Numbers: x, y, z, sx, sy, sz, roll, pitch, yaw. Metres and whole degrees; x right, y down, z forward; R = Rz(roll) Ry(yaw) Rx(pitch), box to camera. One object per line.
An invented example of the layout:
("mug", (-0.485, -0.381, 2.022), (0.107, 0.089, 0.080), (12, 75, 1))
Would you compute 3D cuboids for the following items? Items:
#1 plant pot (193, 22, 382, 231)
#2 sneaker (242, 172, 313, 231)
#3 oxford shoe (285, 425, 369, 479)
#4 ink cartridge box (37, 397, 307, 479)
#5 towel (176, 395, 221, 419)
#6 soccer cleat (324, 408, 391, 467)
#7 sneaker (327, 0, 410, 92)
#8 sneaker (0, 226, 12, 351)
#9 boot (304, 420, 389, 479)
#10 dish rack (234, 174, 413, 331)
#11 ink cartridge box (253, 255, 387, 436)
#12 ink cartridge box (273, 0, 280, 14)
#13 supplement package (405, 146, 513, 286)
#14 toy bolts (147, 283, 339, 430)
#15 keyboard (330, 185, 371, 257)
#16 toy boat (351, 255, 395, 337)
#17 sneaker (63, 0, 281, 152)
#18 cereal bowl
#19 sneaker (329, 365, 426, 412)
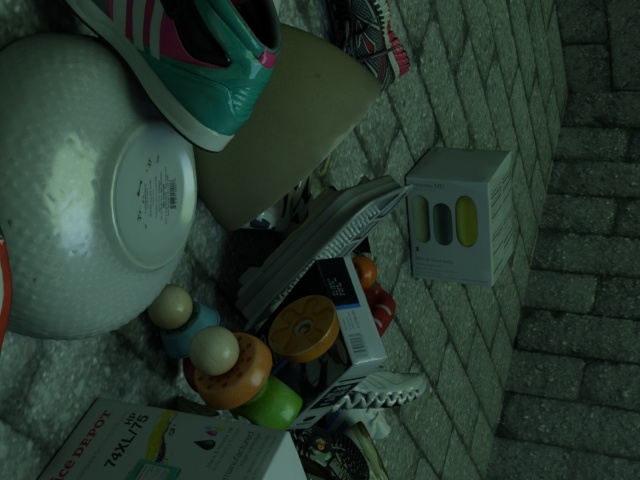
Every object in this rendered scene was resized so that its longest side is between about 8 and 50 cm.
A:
("plant pot", (-0.088, -0.177, 1.217), (0.191, 0.284, 0.284), (45, 44, -13))
("sneaker", (-0.071, -0.096, 1.428), (0.235, 0.094, 0.153), (-13, 105, -64))
("oxford shoe", (-0.008, 0.364, 1.598), (0.227, 0.096, 0.083), (38, 52, -26))
("ink cartridge box", (-0.171, 0.335, 1.086), (0.198, 0.270, 0.197), (-59, 144, -44))
("towel", (-0.168, 0.272, 1.261), (0.027, 0.148, 0.110), (0, 90, -28))
("soccer cleat", (0.063, 0.297, 1.750), (0.116, 0.143, 0.331), (-46, 136, -54))
("sneaker", (0.065, -0.371, 1.652), (0.112, 0.121, 0.299), (-44, 135, -10))
("sneaker", (-0.359, 0.090, 0.831), (0.145, 0.090, 0.270), (-17, 114, -67))
("boot", (0.041, 0.445, 1.697), (0.077, 0.165, 0.213), (-123, -170, -66))
("dish rack", (0.000, 0.000, 1.463), (0.285, 0.072, 0.333), (-45, 174, 19))
("ink cartridge box", (-0.021, 0.172, 1.399), (0.065, 0.332, 0.165), (-7, 63, -28))
("ink cartridge box", (-0.105, -0.365, 1.322), (0.115, 0.067, 0.198), (21, 77, -66))
("supplement package", (0.330, -0.060, 2.192), (0.198, 0.199, 0.262), (-47, 136, -53))
("toy bolts", (-0.115, 0.112, 1.212), (0.218, 0.228, 0.158), (-53, 129, -23))
("keyboard", (0.049, -0.025, 1.799), (0.192, 0.038, 0.100), (44, 32, -59))
("toy boat", (0.055, 0.097, 1.635), (0.231, 0.151, 0.151), (-45, 154, -64))
("sneaker", (-0.146, -0.255, 0.957), (0.295, 0.178, 0.124), (49, 21, 6))
("cereal bowl", (-0.236, -0.055, 1.017), (0.339, 0.141, 0.339), (5, 90, -65))
("sneaker", (0.056, 0.240, 1.635), (0.292, 0.110, 0.118), (1, 78, -26))
